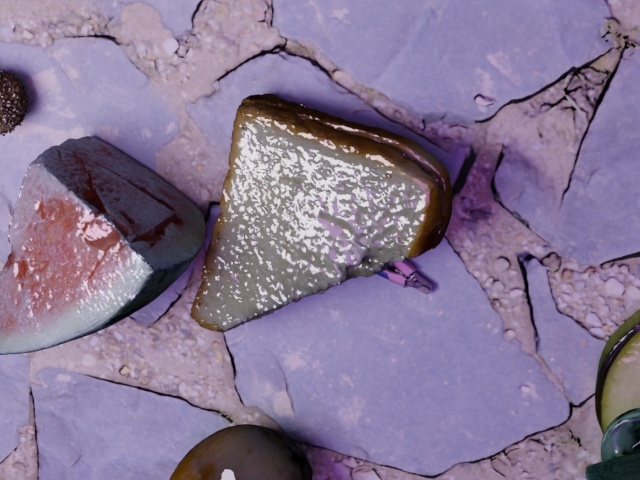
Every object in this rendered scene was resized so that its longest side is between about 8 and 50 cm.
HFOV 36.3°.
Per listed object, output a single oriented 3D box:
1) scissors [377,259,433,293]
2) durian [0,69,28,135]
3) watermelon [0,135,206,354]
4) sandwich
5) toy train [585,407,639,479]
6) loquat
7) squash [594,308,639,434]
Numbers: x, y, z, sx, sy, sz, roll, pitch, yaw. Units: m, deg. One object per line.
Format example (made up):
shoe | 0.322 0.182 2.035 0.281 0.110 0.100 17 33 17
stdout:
scissors | 0.080 0.029 1.122 0.113 0.012 0.039 32 113 2
durian | -0.379 -0.165 1.130 0.080 0.080 0.091 -11 96 17
watermelon | -0.275 0.001 1.089 0.262 0.213 0.201 -28 101 21
sandwich | -0.002 0.001 1.075 0.254 0.099 0.288 22 113 12
toy train | 0.478 0.285 0.989 0.442 0.179 0.272 -21 110 21
loquat | -0.102 0.325 1.187 0.179 0.179 0.227 21 110 6
squash | 0.430 0.174 1.076 0.252 0.049 0.252 5 112 14
